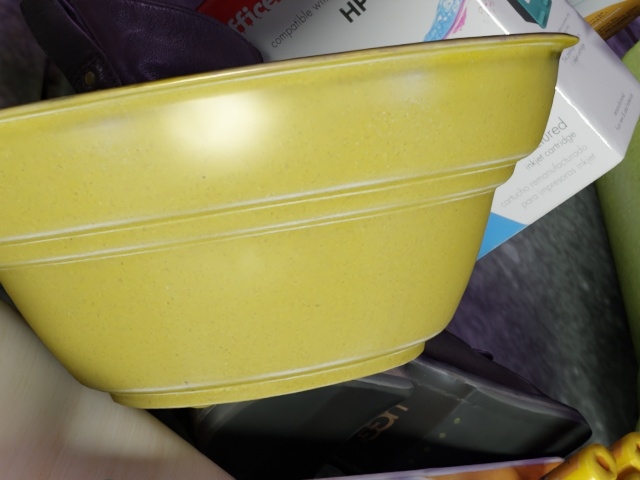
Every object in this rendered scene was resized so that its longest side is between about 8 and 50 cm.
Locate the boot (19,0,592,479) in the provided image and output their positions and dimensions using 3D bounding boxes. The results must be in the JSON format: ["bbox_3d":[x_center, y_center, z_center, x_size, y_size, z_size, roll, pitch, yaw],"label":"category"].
[{"bbox_3d":[0.000,0.000,0.653,0.263,0.091,0.229,26,32,-49],"label":"boot"}]

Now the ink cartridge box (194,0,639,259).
[{"bbox_3d":[0.031,-0.104,0.731,0.231,0.134,0.078,46,36,-9],"label":"ink cartridge box"}]

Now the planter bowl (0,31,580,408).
[{"bbox_3d":[-0.023,-0.001,0.461,0.217,0.217,0.090,-13,96,-52],"label":"planter bowl"}]

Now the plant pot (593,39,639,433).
[{"bbox_3d":[0.269,0.001,0.829,0.276,0.276,0.254,27,33,-32],"label":"plant pot"}]

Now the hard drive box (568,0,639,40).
[{"bbox_3d":[0.131,-0.197,0.881,0.232,0.181,0.089,2,61,-46],"label":"hard drive box"}]

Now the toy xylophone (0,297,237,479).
[{"bbox_3d":[-0.088,0.162,0.421,0.236,0.081,0.323,46,36,-10],"label":"toy xylophone"}]

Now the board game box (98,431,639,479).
[{"bbox_3d":[0.092,0.222,0.410,0.390,0.050,0.390,7,46,-53],"label":"board game box"}]
